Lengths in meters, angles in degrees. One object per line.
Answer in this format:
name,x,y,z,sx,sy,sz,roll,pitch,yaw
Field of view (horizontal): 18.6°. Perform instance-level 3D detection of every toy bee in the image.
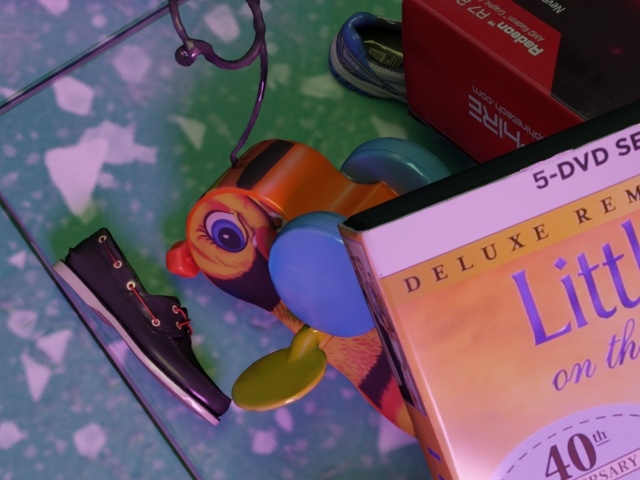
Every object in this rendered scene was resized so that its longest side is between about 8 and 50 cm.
toy bee,0.000,0.000,1.067,0.195,0.162,0.298,-20,82,-41

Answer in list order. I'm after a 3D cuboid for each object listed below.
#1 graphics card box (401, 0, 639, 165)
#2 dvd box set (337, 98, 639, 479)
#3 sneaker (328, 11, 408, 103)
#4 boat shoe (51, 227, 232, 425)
graphics card box,0.257,-0.127,1.061,0.371,0.094,0.233,-27,44,-21
dvd box set,0.222,0.130,0.890,0.308,0.062,0.420,-21,99,-8
sneaker,0.069,-0.097,1.135,0.135,0.058,0.052,17,70,4
boat shoe,-0.093,0.047,1.080,0.042,0.049,0.133,-41,71,-7
